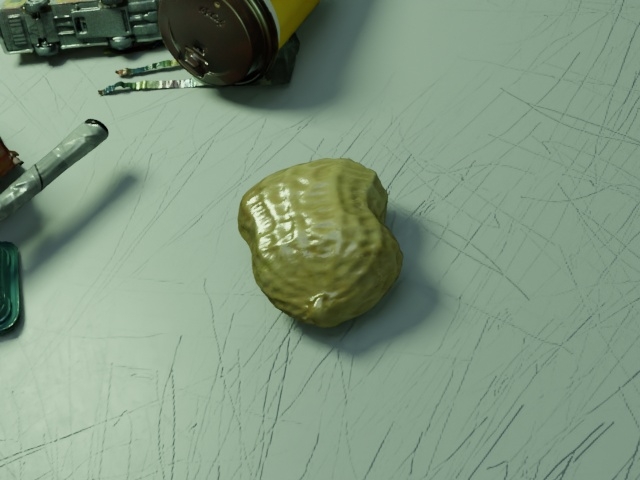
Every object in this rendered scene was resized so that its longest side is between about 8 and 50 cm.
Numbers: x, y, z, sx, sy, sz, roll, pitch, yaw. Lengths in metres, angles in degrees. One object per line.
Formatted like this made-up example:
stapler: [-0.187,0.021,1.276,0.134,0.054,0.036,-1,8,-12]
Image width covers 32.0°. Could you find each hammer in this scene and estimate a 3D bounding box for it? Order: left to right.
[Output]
hammer: [-0.429,-0.019,1.441,0.152,0.044,0.427,30,60,31]

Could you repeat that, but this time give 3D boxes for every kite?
kite: [-0.184,-0.285,1.710,0.309,0.015,0.169,-3,51,6]

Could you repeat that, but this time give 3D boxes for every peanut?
peanut: [0.000,0.000,1.397,0.196,0.110,0.233,-14,50,-1]

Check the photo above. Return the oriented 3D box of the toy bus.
toy bus: [-0.364,-0.350,1.734,0.268,0.092,0.106,-5,31,6]

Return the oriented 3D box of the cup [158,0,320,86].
cup: [-0.096,-0.362,1.641,0.196,0.196,0.280,22,48,24]

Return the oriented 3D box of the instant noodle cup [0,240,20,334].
instant noodle cup: [-0.488,0.060,1.455,0.179,0.070,0.157,-14,50,-1]

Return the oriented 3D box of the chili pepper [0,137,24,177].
chili pepper: [-0.575,-0.094,1.516,0.251,0.229,0.305,34,75,31]
